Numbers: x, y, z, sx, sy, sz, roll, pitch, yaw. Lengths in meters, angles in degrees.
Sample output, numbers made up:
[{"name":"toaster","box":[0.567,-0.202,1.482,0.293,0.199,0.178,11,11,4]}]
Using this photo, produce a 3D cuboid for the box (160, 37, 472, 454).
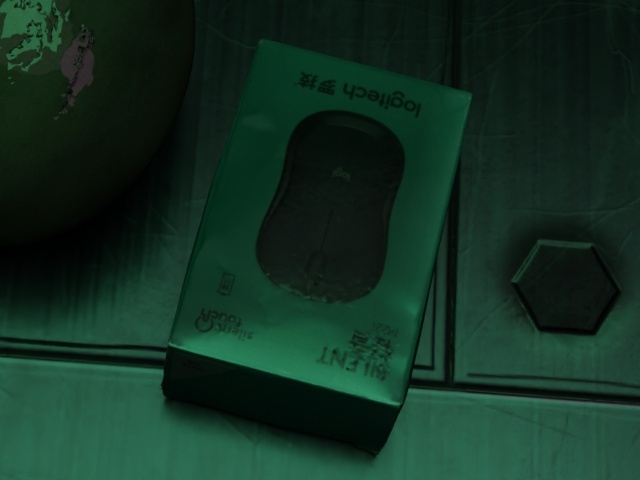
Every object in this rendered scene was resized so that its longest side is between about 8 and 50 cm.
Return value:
[{"name":"box","box":[0.000,0.000,1.345,0.205,0.118,0.311,15,67,3]}]

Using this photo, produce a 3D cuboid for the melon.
[{"name":"melon","box":[-0.247,-0.146,1.302,0.268,0.268,0.330,28,76,6]}]
